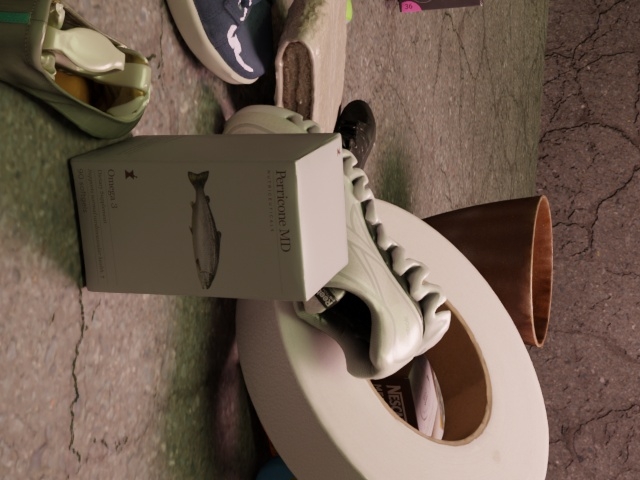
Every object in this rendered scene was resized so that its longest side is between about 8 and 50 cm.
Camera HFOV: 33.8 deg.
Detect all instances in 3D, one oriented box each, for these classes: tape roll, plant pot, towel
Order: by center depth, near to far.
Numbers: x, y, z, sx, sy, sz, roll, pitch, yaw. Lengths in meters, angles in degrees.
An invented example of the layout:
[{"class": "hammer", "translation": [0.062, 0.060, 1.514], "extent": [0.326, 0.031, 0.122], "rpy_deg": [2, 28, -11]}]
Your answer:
[{"class": "towel", "translation": [-0.008, -0.178, 1.085], "extent": [0.282, 0.049, 0.187], "rpy_deg": [93, 8, -58]}, {"class": "tape roll", "translation": [0.085, 0.132, 1.099], "extent": [0.392, 0.072, 0.392], "rpy_deg": [29, 42, -29]}, {"class": "plant pot", "translation": [0.209, 0.042, 1.533], "extent": [0.215, 0.230, 0.216], "rpy_deg": [1, 90, -70]}]

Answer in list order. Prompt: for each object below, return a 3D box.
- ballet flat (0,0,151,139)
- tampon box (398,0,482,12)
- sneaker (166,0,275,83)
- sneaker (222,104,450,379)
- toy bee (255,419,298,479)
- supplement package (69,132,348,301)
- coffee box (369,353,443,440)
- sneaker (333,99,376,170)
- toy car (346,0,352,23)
[{"class": "ballet flat", "translation": [-0.156, -0.115, 0.731], "extent": [0.213, 0.068, 0.072], "rpy_deg": [21, 72, -70]}, {"class": "tampon box", "translation": [0.179, -0.406, 1.553], "extent": [0.161, 0.120, 0.102], "rpy_deg": [-67, 151, -63]}, {"class": "sneaker", "translation": [-0.056, -0.298, 0.881], "extent": [0.131, 0.148, 0.350], "rpy_deg": [-60, 146, -53]}, {"class": "sneaker", "translation": [0.000, 0.000, 0.982], "extent": [0.292, 0.110, 0.118], "rpy_deg": [52, 45, 1]}, {"class": "toy bee", "translation": [0.022, 0.247, 1.130], "extent": [0.195, 0.162, 0.298], "rpy_deg": [-72, 155, -43]}, {"class": "supplement package", "translation": [-0.079, -0.021, 0.788], "extent": [0.105, 0.179, 0.105], "rpy_deg": [-38, 126, -66]}, {"class": "coffee box", "translation": [0.071, 0.217, 1.292], "extent": [0.098, 0.141, 0.247], "rpy_deg": [-64, 150, -48]}, {"class": "sneaker", "translation": [0.028, -0.113, 1.276], "extent": [0.089, 0.051, 0.170], "rpy_deg": [62, 38, -62]}, {"class": "toy car", "translation": [0.011, -0.324, 1.208], "extent": [0.239, 0.053, 0.225], "rpy_deg": [-13, 104, -70]}]
